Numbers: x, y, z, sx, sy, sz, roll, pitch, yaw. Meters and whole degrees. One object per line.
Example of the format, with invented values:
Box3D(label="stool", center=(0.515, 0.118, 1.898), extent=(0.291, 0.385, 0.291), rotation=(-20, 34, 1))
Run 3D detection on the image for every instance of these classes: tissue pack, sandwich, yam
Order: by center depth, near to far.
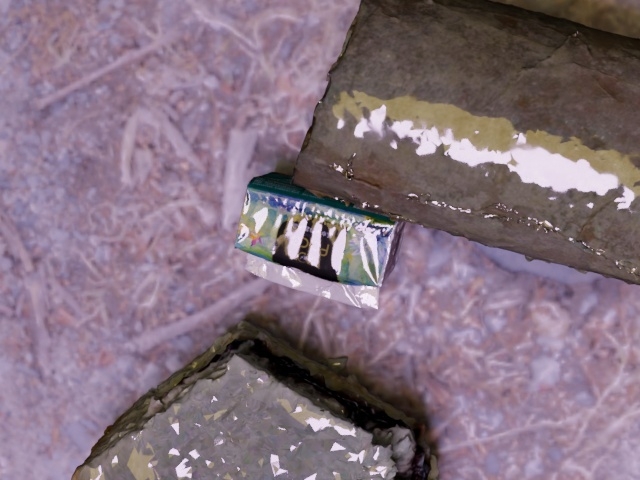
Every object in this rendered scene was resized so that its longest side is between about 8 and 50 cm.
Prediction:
Box3D(label="yam", center=(0.142, -0.068, 0.838), extent=(0.304, 0.168, 0.168), rotation=(15, 100, 9))
Box3D(label="tissue pack", center=(0.001, 0.001, 0.916), extent=(0.111, 0.085, 0.079), rotation=(15, 101, 9))
Box3D(label="sandwich", center=(-0.039, 0.225, 0.931), extent=(0.262, 0.131, 0.325), rotation=(-7, 95, 14))
